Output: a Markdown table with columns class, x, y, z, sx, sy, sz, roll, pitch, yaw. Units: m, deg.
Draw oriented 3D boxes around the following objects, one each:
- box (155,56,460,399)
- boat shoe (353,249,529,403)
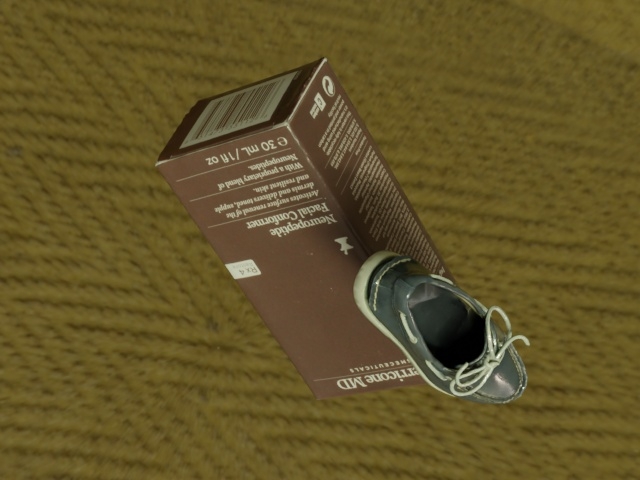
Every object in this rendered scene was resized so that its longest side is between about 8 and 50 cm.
| class | x | y | z | sx | sy | sz | roll | pitch | yaw |
| --- | --- | --- | --- | --- | --- | --- | --- | --- | --- |
| box | 0.000 | 0.000 | 1.349 | 0.381 | 0.191 | 0.143 | 56 | 38 | -28 |
| boat shoe | 0.134 | 0.095 | 1.130 | 0.095 | 0.079 | 0.254 | -52 | 127 | -10 |
